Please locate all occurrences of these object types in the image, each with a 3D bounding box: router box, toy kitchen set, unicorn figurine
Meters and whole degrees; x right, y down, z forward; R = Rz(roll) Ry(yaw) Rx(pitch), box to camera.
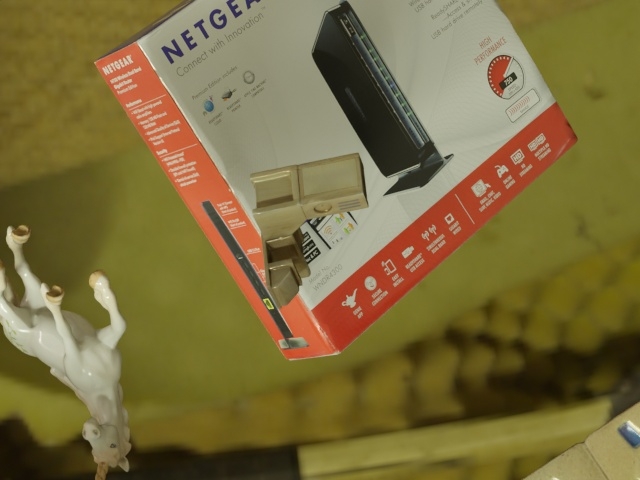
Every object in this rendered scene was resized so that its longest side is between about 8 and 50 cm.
[{"bbox_3d":[0.024,-0.115,1.512,0.082,0.335,0.301,-13,114,57],"label":"router box"},{"bbox_3d":[0.000,0.000,1.158,0.075,0.068,0.083,-11,146,8],"label":"toy kitchen set"},{"bbox_3d":[-0.146,0.061,1.021,0.060,0.162,0.111,-22,131,-20],"label":"unicorn figurine"}]

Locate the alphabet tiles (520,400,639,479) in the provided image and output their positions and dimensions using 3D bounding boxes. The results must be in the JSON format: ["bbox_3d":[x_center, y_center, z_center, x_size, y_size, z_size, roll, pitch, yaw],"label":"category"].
[{"bbox_3d":[0.195,0.209,0.789,0.342,0.285,0.011,-34,172,1],"label":"alphabet tiles"}]
